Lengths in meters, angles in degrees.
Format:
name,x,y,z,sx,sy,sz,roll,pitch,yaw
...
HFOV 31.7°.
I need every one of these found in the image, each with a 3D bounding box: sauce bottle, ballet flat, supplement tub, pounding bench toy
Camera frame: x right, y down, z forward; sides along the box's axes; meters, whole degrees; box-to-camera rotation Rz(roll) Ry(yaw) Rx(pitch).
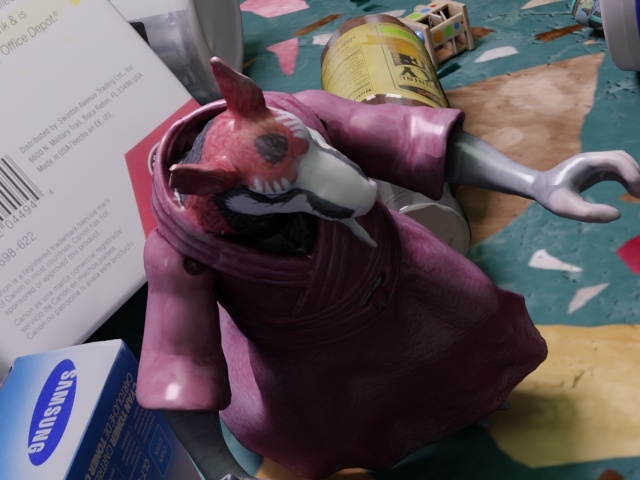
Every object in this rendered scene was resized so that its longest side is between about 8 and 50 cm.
name,x,y,z,sx,sy,sz,roll,pitch,yaw
sauce bottle,0.065,-0.086,0.971,0.111,0.111,0.344,-15,34,4
ballet flat,0.330,-0.267,1.176,0.070,0.070,0.188,14,45,40
supplement tub,-0.271,-0.229,1.255,0.337,0.207,0.207,-9,33,13
pounding bench toy,0.110,-0.223,1.208,0.065,0.052,0.083,-32,35,-21

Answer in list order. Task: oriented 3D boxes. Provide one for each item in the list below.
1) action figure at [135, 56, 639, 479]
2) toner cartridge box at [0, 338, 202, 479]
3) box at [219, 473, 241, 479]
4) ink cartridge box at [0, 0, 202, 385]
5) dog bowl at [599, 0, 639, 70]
name,x,y,z,sx,sy,sz,roll,pitch,yaw
action figure,0.000,0.000,0.616,0.248,0.370,0.276,-38,58,-5
toner cartridge box,-0.138,0.222,0.535,0.075,0.165,0.348,-11,33,16
box,-0.025,0.228,0.459,0.108,0.153,0.207,-42,24,25
ink cartridge box,-0.285,-0.097,0.873,0.160,0.385,0.279,-30,14,51
dog bowl,0.323,-0.283,0.998,0.104,0.265,0.265,4,38,25
